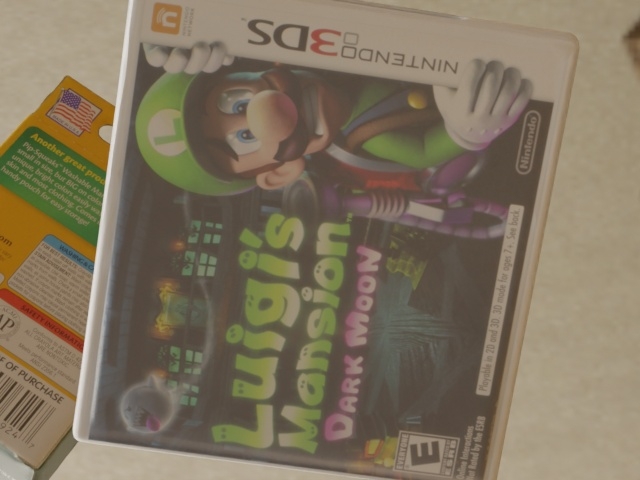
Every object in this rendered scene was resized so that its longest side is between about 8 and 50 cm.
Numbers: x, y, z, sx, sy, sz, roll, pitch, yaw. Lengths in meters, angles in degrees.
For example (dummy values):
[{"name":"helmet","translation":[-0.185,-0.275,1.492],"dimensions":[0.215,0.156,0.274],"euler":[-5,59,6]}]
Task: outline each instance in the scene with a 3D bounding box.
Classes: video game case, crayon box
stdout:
[{"name":"video game case","translation":[0.000,0.000,0.720],"dimensions":[0.173,0.022,0.190],"euler":[8,-75,-4]},{"name":"crayon box","translation":[-0.232,0.035,1.558],"dimensions":[0.203,0.083,0.323],"euler":[33,-121,6]}]
